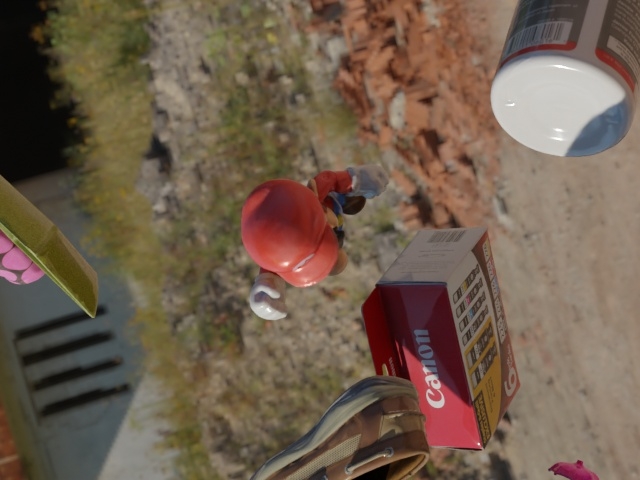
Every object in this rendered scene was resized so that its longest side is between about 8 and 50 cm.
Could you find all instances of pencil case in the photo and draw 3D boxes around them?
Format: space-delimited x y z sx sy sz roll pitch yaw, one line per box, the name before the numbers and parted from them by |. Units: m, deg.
pencil case | -0.467 -0.020 1.718 0.209 0.095 0.098 59 -169 -57

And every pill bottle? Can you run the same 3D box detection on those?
pill bottle | 0.304 -0.251 1.399 0.161 0.161 0.283 89 -161 -55

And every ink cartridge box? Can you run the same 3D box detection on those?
ink cartridge box | 0.201 0.175 1.955 0.272 0.130 0.310 -46 -53 -52

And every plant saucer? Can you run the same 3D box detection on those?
plant saucer | -0.357 -0.007 1.505 0.188 0.045 0.188 39 167 28

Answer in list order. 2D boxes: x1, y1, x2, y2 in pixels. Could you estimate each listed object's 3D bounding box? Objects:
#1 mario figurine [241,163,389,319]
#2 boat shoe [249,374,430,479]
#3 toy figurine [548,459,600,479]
mario figurine | 0.000 0.000 1.605 0.320 0.170 0.198 -39 -50 -76
boat shoe | 0.009 0.292 1.399 0.324 0.123 0.116 -52 47 31
toy figurine | 0.370 0.418 1.855 0.130 0.159 0.173 25 144 26
